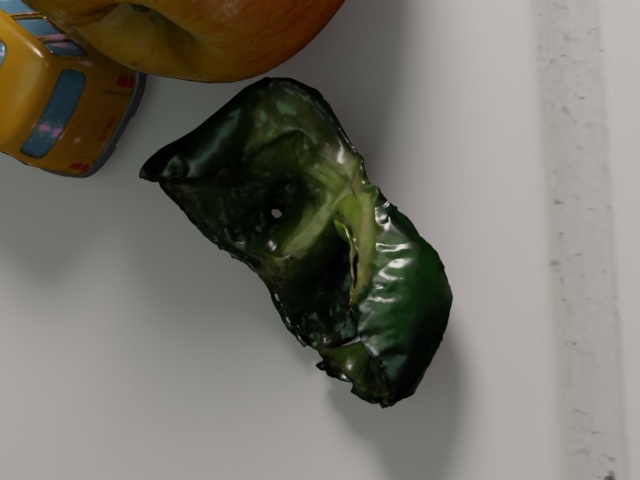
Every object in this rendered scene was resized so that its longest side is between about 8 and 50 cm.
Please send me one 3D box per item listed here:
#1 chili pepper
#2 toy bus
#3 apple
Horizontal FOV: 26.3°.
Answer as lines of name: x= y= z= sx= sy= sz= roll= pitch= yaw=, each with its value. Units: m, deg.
chili pepper: x=0.004 y=0.003 z=1.029 sx=0.148 sy=0.116 sz=0.264 roll=-43 pitch=73 yaw=9
toy bus: x=-0.264 y=-0.150 z=1.140 sx=0.209 sy=0.136 sz=0.126 roll=39 pitch=107 yaw=23
apple: x=-0.090 y=-0.243 z=0.970 sx=0.302 sy=0.301 sz=0.301 roll=0 pitch=91 yaw=27
